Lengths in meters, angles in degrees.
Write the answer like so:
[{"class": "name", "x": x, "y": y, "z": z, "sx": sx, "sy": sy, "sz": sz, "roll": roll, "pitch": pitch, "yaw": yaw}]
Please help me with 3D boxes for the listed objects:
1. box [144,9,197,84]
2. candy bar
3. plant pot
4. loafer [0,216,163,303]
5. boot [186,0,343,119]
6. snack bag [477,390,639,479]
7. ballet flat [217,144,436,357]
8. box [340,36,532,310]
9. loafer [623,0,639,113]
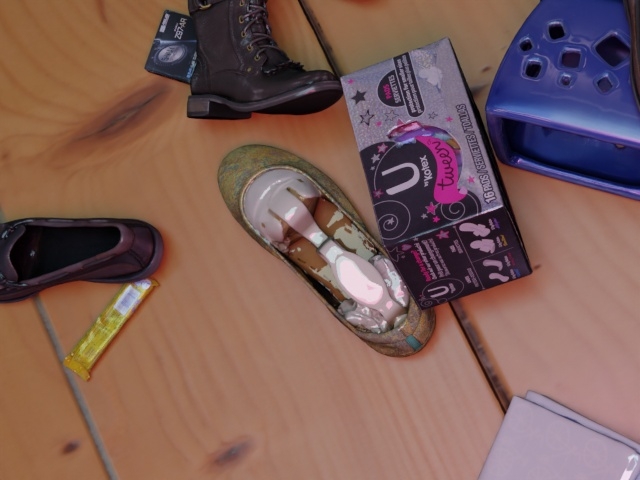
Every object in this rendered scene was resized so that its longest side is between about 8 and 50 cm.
[{"class": "box", "x": -0.180, "y": -0.247, "z": 1.846, "sx": 0.067, "sy": 0.018, "sz": 0.083, "roll": 19, "pitch": 86, "yaw": 14}, {"class": "candy bar", "x": -0.262, "y": 0.103, "z": 1.814, "sx": 0.040, "sy": 0.018, "sz": 0.161, "roll": 38, "pitch": 91, "yaw": 13}, {"class": "plant pot", "x": 0.327, "y": -0.182, "z": 1.611, "sx": 0.236, "sy": 0.236, "sz": 0.212, "roll": 15, "pitch": 80, "yaw": 14}, {"class": "loafer", "x": -0.350, "y": 0.012, "z": 1.801, "sx": 0.302, "sy": 0.095, "sz": 0.109, "roll": -7, "pitch": 75, "yaw": 16}, {"class": "boot", "x": -0.083, "y": -0.264, "z": 1.734, "sx": 0.263, "sy": 0.091, "sz": 0.229, "roll": 0, "pitch": 90, "yaw": 41}, {"class": "snack bag", "x": 0.288, "y": 0.368, "z": 1.569, "sx": 0.342, "sy": 0.037, "sz": 0.323, "roll": 24, "pitch": 88, "yaw": 40}, {"class": "ballet flat", "x": 0.000, "y": 0.000, "z": 1.718, "sx": 0.123, "sy": 0.123, "sz": 0.348, "roll": -46, "pitch": 74, "yaw": 3}, {"class": "box", "x": 0.127, "y": -0.075, "z": 1.634, "sx": 0.142, "sy": 0.163, "sz": 0.247, "roll": -20, "pitch": 55, "yaw": 9}, {"class": "loafer", "x": 0.357, "y": -0.199, "z": 1.448, "sx": 0.096, "sy": 0.084, "sz": 0.268, "roll": -11, "pitch": 69, "yaw": 1}]
